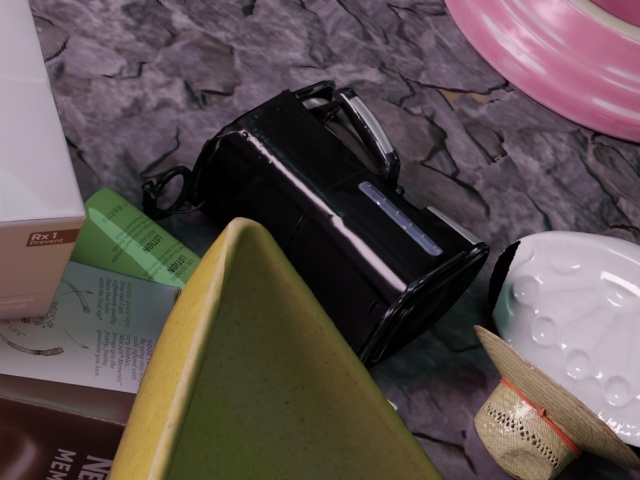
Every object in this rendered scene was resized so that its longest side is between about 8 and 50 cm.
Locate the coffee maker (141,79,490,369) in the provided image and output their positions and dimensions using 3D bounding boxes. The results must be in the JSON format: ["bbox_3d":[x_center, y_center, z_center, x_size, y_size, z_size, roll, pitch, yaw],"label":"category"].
[{"bbox_3d":[0.000,0.000,0.922,0.171,0.120,0.178,-37,70,-19],"label":"coffee maker"}]

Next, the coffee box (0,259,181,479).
[{"bbox_3d":[-0.214,0.071,0.717,0.247,0.141,0.098,15,47,-13],"label":"coffee box"}]

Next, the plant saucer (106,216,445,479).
[{"bbox_3d":[-0.020,0.215,0.633,0.332,0.081,0.332,56,31,-34],"label":"plant saucer"}]

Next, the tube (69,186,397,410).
[{"bbox_3d":[-0.062,0.060,0.864,0.240,0.062,0.070,39,86,4],"label":"tube"}]

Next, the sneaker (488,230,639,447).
[{"bbox_3d":[0.303,0.091,0.993,0.323,0.130,0.236,27,14,28],"label":"sneaker"}]

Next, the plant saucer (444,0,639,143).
[{"bbox_3d":[0.277,-0.235,1.275,0.332,0.084,0.332,14,45,-15],"label":"plant saucer"}]

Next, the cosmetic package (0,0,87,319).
[{"bbox_3d":[-0.208,-0.078,0.669,0.127,0.107,0.238,-3,61,-26],"label":"cosmetic package"}]

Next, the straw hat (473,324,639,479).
[{"bbox_3d":[0.138,0.126,0.893,0.144,0.144,0.061,41,84,12],"label":"straw hat"}]
